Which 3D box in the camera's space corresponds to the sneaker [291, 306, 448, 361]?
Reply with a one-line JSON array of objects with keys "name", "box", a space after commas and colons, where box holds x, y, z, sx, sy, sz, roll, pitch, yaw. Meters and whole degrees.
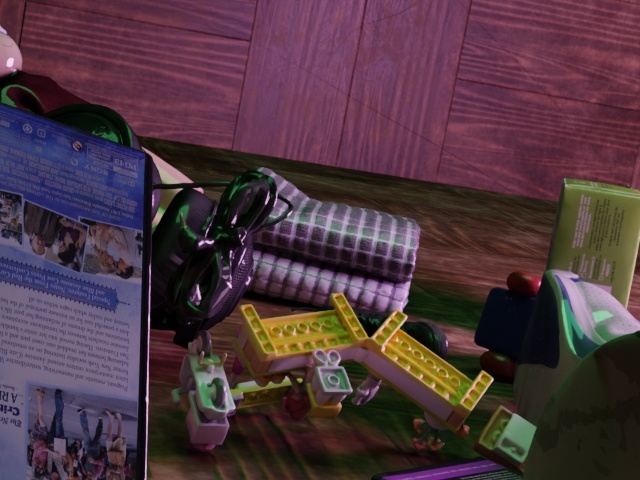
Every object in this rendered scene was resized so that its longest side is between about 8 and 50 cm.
[{"name": "sneaker", "box": [0.044, 0.093, 1.333, 0.089, 0.051, 0.170, 6, 5, -29]}]

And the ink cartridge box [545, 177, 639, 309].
[{"name": "ink cartridge box", "box": [0.321, 0.023, 1.659, 0.097, 0.189, 0.255, 10, 7, 7]}]

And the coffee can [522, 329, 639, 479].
[{"name": "coffee can", "box": [0.271, 0.152, 0.710, 0.275, 0.201, 0.201, 5, 10, -29]}]

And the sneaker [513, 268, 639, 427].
[{"name": "sneaker", "box": [0.286, 0.137, 1.146, 0.182, 0.127, 0.315, 12, 15, -13]}]

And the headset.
[{"name": "headset", "box": [-0.165, 0.010, 1.143, 0.243, 0.185, 0.394, 37, -29, -26]}]

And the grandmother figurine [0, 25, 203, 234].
[{"name": "grandmother figurine", "box": [-0.259, -0.109, 1.391, 0.342, 0.104, 0.208, 42, 12, 7]}]

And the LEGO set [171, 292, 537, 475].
[{"name": "LEGO set", "box": [0.024, 0.127, 1.045, 0.287, 0.107, 0.132, 12, 42, -18]}]

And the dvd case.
[{"name": "dvd case", "box": [-0.180, 0.034, 0.803, 0.180, 0.253, 0.022, 19, -34, -34]}]

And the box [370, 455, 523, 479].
[{"name": "box", "box": [0.127, 0.185, 0.895, 0.116, 0.029, 0.162, 1, 12, -44]}]

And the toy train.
[{"name": "toy train", "box": [0.289, 0.116, 1.349, 0.248, 0.105, 0.143, 17, -2, 38]}]

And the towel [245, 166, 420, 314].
[{"name": "towel", "box": [0.000, 0.000, 1.640, 0.235, 0.121, 0.284, 11, 9, 1]}]
